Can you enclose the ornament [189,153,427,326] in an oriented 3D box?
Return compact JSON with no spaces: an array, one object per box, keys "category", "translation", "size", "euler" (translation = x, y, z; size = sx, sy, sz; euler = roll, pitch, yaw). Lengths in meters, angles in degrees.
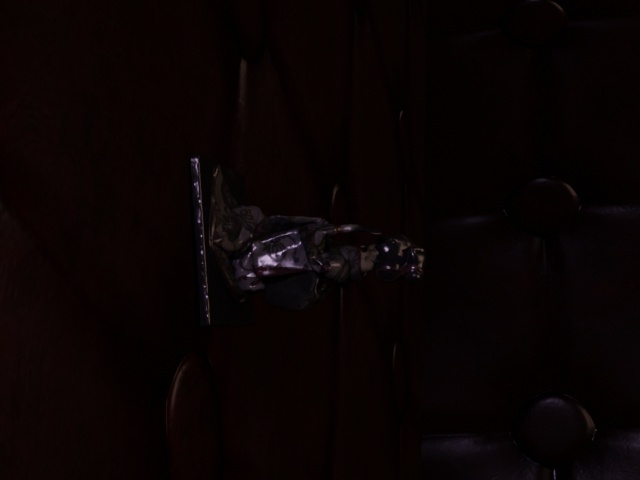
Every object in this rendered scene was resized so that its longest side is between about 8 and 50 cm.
[{"category":"ornament","translation":[0.000,0.000,1.113],"size":[0.166,0.196,0.153],"euler":[14,73,-78]}]
